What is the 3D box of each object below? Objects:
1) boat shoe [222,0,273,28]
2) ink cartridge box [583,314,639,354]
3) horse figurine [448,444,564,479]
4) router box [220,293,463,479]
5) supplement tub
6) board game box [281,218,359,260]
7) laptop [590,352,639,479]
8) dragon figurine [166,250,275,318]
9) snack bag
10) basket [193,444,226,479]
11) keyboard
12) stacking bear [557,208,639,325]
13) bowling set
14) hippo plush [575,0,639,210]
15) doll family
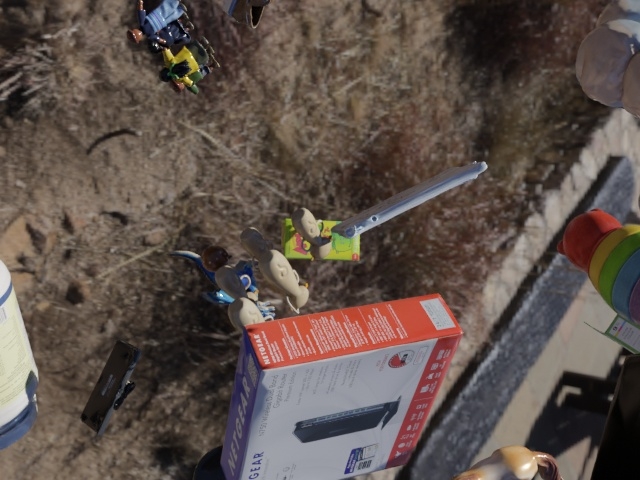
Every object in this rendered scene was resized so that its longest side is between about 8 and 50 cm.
[{"bbox_3d":[-0.090,-0.389,1.281,0.066,0.183,0.066,41,64,-1],"label":"boat shoe"},{"bbox_3d":[0.686,0.215,1.831,0.109,0.209,0.062,26,97,-46],"label":"ink cartridge box"},{"bbox_3d":[0.245,0.362,1.230,0.263,0.066,0.174,-17,135,-17],"label":"horse figurine"},{"bbox_3d":[0.020,0.239,1.257,0.301,0.082,0.335,-8,136,-21],"label":"router box"},{"bbox_3d":[-0.648,0.205,1.534,0.235,0.236,0.324,-35,130,-44],"label":"supplement tub"},{"bbox_3d":[0.000,0.000,2.008,0.181,0.043,0.092,2,86,-15],"label":"board game box"},{"bbox_3d":[0.392,0.299,0.676,0.236,0.408,0.381,22,78,-4],"label":"laptop"},{"bbox_3d":[-0.221,0.108,1.983,0.289,0.085,0.144,14,82,-34],"label":"dragon figurine"},{"bbox_3d":[0.182,-0.080,1.778,0.323,0.342,0.037,-26,93,-3],"label":"snack bag"},{"bbox_3d":[-0.167,0.478,1.576,0.227,0.154,0.204,99,-23,-57],"label":"basket"},{"bbox_3d":[-0.403,0.292,1.669,0.023,0.108,0.180,30,82,-44],"label":"keyboard"},{"bbox_3d":[0.522,0.046,1.423,0.164,0.289,0.175,33,98,-36],"label":"stacking bear"},{"bbox_3d":[-0.118,0.064,1.651,0.287,0.200,0.154,-54,137,-21],"label":"bowling set"},{"bbox_3d":[0.381,-0.112,0.862,0.294,0.234,0.236,-38,136,-39],"label":"hippo plush"},{"bbox_3d":[-0.256,-0.330,1.457,0.111,0.076,0.193,-38,116,-8],"label":"doll family"}]
